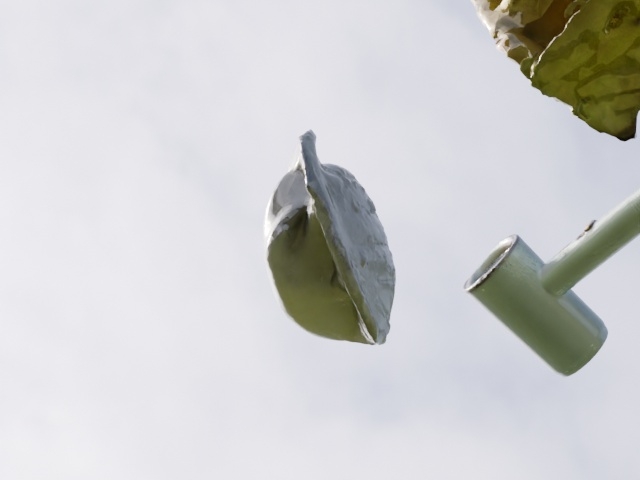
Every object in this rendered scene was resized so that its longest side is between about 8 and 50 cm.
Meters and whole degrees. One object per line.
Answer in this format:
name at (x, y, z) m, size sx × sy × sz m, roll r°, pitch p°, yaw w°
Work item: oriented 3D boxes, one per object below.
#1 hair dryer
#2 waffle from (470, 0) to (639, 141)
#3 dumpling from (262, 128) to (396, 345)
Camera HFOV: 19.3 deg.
hair dryer at (0.254, 0.014, 1.719) m, size 0.131 × 0.073 × 0.236 m, roll 43°, pitch -59°, yaw -6°
waffle at (0.103, -0.150, 0.638) m, size 0.055 × 0.211 × 0.160 m, roll 29°, pitch -69°, yaw -27°
dumpling at (0.001, -0.001, 1.460) m, size 0.092 × 0.176 × 0.150 m, roll -9°, pitch -47°, yaw 17°
